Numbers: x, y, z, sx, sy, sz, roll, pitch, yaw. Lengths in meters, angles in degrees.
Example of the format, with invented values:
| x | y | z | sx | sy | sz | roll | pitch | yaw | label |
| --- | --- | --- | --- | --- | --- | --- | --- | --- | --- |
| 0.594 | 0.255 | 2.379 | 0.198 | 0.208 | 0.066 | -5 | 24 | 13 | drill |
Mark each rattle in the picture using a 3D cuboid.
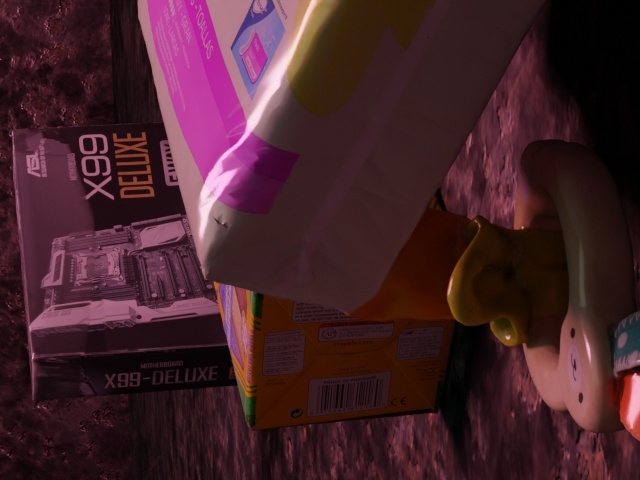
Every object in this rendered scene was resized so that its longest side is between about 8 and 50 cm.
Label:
| x | y | z | sx | sy | sz | roll | pitch | yaw | label |
| --- | --- | --- | --- | --- | --- | --- | --- | --- | --- |
| 0.080 | 0.033 | 0.776 | 0.199 | 0.143 | 0.130 | -101 | 27 | -57 | rattle |

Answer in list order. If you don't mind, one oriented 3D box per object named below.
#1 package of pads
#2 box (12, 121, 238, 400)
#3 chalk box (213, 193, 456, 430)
| x | y | z | sx | sy | sz | roll | pitch | yaw | label |
| --- | --- | --- | --- | --- | --- | --- | --- | --- | --- |
| 0.021 | -0.152 | 0.795 | 0.296 | 0.101 | 0.229 | -60 | 28 | 30 | package of pads |
| -0.183 | 0.012 | 1.801 | 0.076 | 0.242 | 0.307 | 99 | 164 | -48 | box |
| 0.000 | 0.000 | 1.164 | 0.213 | 0.132 | 0.132 | -108 | 18 | -47 | chalk box |
